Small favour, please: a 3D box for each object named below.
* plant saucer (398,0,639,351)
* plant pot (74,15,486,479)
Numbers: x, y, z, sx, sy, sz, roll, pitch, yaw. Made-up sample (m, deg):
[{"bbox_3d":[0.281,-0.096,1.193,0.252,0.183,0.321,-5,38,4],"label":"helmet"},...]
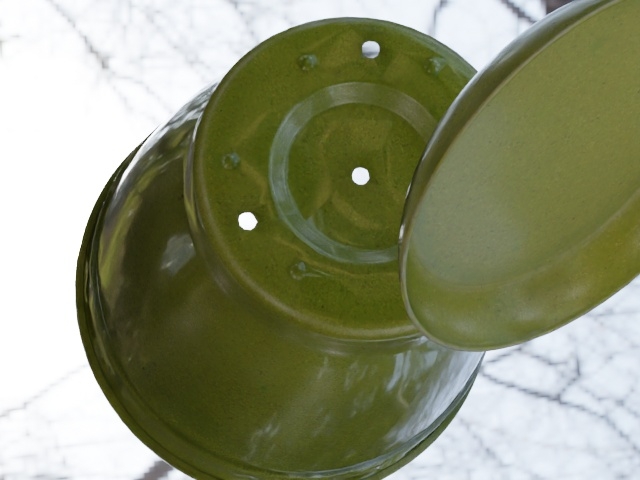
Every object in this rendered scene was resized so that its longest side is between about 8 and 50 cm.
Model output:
[{"bbox_3d":[0.131,-0.044,0.932,0.037,0.241,0.241,50,-45,34],"label":"plant saucer"},{"bbox_3d":[0.000,0.000,1.391,0.353,0.366,0.366,124,-43,-72],"label":"plant pot"}]
